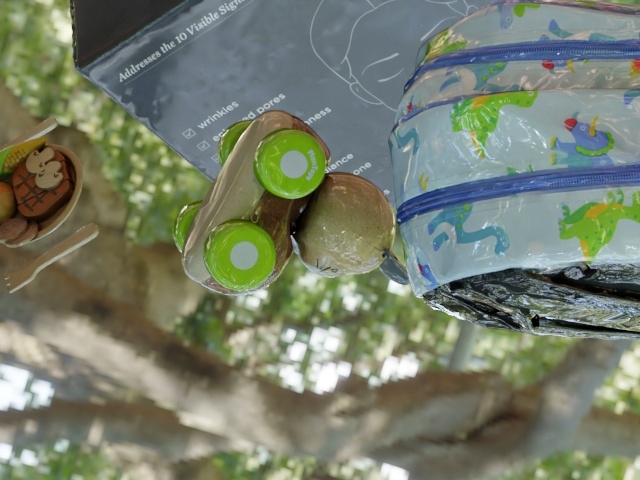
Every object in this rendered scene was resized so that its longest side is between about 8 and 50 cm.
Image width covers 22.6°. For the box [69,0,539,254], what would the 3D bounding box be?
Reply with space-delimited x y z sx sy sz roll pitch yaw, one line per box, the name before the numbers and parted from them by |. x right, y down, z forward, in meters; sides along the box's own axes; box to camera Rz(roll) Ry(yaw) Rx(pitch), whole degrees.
box | 0.013 -0.294 2.028 0.472 0.480 0.297 40 -152 -43

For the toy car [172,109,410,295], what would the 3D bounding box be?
toy car | 0.000 0.000 1.250 0.188 0.149 0.155 29 179 -17

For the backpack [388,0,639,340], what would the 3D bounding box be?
backpack | 0.217 -0.039 1.067 0.355 0.273 0.290 -17 -178 -20

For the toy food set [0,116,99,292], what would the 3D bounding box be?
toy food set | -0.310 -0.050 1.676 0.038 0.132 0.192 52 -172 -51
